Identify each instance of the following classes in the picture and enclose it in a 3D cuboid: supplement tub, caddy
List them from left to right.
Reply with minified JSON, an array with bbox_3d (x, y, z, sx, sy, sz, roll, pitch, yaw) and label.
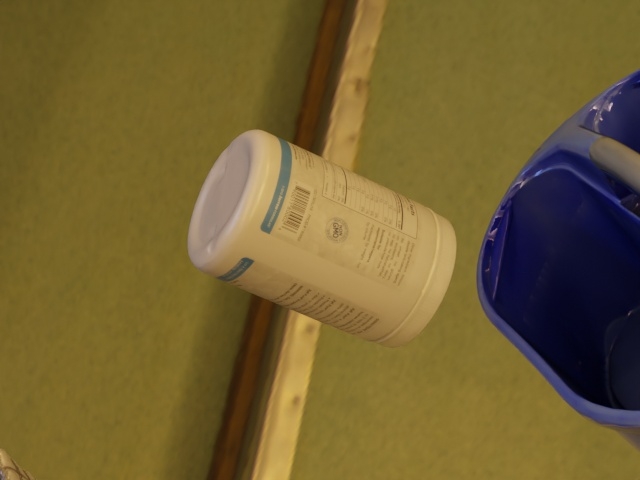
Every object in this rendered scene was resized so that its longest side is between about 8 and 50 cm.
[{"bbox_3d":[0.000,0.000,0.706,0.107,0.071,0.071,25,51,-23],"label":"supplement tub"},{"bbox_3d":[0.229,0.008,0.914,0.241,0.341,0.179,-45,115,3],"label":"caddy"}]

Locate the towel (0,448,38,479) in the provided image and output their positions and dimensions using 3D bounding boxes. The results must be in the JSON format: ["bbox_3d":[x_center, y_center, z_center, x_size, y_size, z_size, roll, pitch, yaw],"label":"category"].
[{"bbox_3d":[-0.277,0.257,0.980,0.121,0.235,0.283,33,76,29],"label":"towel"}]
